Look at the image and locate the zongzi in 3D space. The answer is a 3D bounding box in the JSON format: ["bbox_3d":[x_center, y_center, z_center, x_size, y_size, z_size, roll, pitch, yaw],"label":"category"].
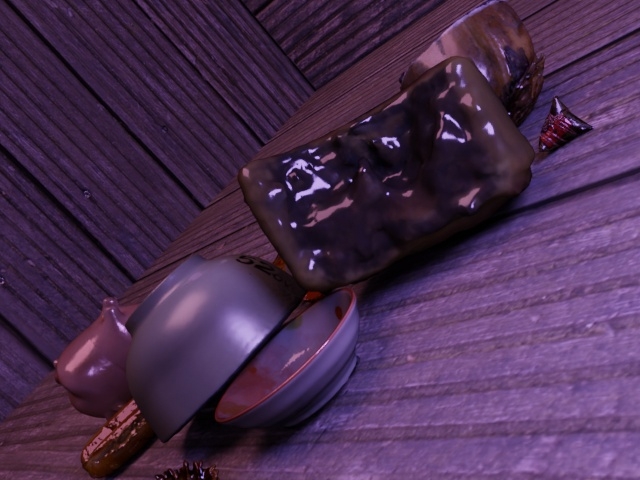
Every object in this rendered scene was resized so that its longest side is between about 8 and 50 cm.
[{"bbox_3d":[0.362,-0.183,1.169,0.083,0.073,0.067,-30,0,35],"label":"zongzi"}]

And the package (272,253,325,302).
[{"bbox_3d":[-0.004,0.002,1.520,0.288,0.108,0.223,-53,16,-28],"label":"package"}]

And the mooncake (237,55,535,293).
[{"bbox_3d":[0.108,-0.094,1.158,0.393,0.246,0.394,-30,2,-35],"label":"mooncake"}]

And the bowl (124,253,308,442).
[{"bbox_3d":[-0.203,0.147,1.296,0.354,0.185,0.354,-46,0,0],"label":"bowl"}]

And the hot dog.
[{"bbox_3d":[-0.351,0.351,1.479,0.269,0.072,0.115,-42,14,-5],"label":"hot dog"}]

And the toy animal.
[{"bbox_3d":[-0.424,0.252,1.694,0.326,0.269,0.237,-11,12,-9],"label":"toy animal"}]

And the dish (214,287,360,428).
[{"bbox_3d":[-0.025,0.185,1.077,0.260,0.085,0.260,-41,9,8],"label":"dish"}]

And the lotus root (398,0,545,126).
[{"bbox_3d":[0.292,-0.280,1.362,0.272,0.192,0.272,-29,-28,-18],"label":"lotus root"}]

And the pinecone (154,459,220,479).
[{"bbox_3d":[-0.181,0.345,1.010,0.109,0.102,0.102,-15,6,-19],"label":"pinecone"}]
